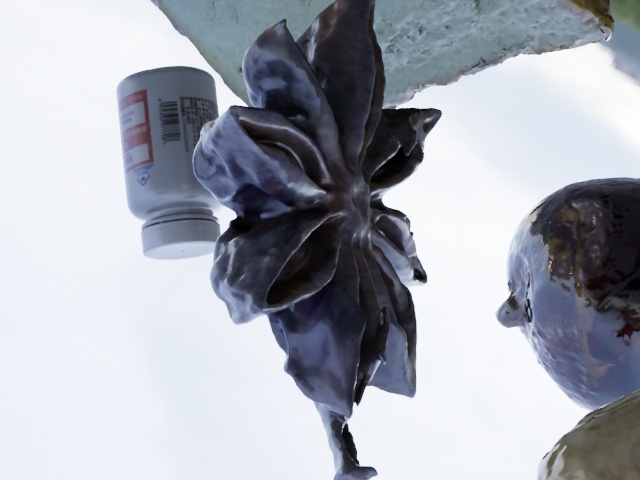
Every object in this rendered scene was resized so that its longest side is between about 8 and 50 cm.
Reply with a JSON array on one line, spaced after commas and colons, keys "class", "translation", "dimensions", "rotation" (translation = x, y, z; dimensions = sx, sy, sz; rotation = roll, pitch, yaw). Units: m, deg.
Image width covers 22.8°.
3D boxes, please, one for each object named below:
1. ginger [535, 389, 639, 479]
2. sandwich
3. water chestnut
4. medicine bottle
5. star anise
[{"class": "ginger", "translation": [0.198, 0.105, 0.431], "dimensions": [0.333, 0.148, 0.081], "rotation": [28, -146, -21]}, {"class": "sandwich", "translation": [0.028, -0.172, 1.010], "dimensions": [0.226, 0.251, 0.087], "rotation": [49, -145, -33]}, {"class": "water chestnut", "translation": [0.286, 0.045, 1.445], "dimensions": [0.238, 0.224, 0.224], "rotation": [2, -159, -8]}, {"class": "medicine bottle", "translation": [-0.114, -0.059, 1.235], "dimensions": [0.079, 0.140, 0.079], "rotation": [-6, 168, -1]}, {"class": "star anise", "translation": [0.000, 0.000, 0.791], "dimensions": [0.081, 0.262, 0.230], "rotation": [-5, 159, 21]}]
